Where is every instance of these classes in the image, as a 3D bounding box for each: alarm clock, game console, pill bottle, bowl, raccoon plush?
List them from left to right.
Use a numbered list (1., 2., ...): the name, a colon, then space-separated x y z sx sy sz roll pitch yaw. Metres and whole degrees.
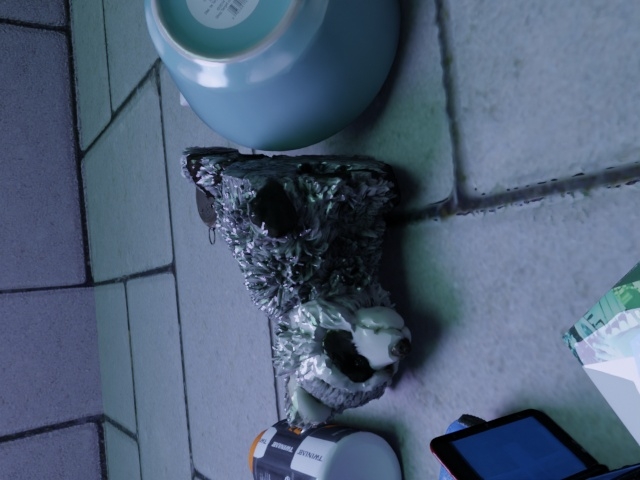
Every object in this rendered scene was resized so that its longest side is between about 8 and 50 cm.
1. alarm clock: -0.201 -0.072 1.184 0.129 0.064 0.192 51 137 44
2. bowl: -0.073 -0.268 0.704 0.312 0.163 0.311 0 89 16
3. raccoon plush: -0.038 0.037 0.823 0.446 0.216 0.299 -149 55 -62
4. pill bottle: -0.011 0.315 0.843 0.246 0.130 0.130 -16 80 57
5. game console: 0.186 0.171 0.493 0.124 0.144 0.085 -50 53 49

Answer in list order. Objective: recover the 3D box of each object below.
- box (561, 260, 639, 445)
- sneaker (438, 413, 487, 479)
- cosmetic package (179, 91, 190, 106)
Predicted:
1. box: 0.317 0.055 0.353 0.232 0.058 0.322 61 140 34
2. sneaker: 0.140 0.333 0.584 0.130 0.147 0.330 6 97 58
3. cosmetic package: -0.123 -0.410 0.929 0.217 0.156 0.385 -12 82 56
